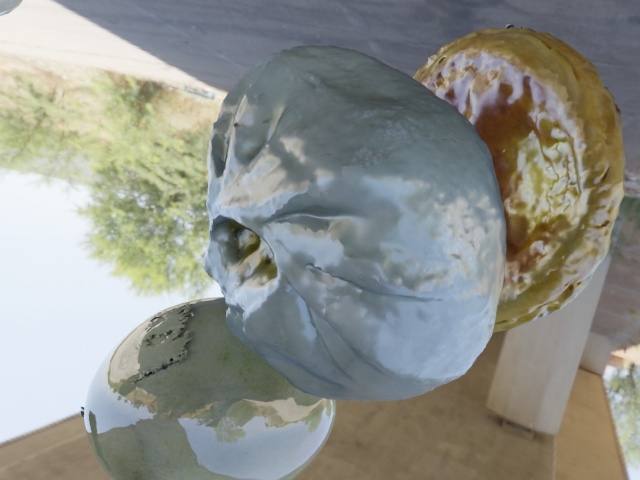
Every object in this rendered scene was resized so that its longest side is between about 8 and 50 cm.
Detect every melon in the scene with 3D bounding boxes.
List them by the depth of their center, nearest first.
[{"bbox_3d":[-0.146,0.204,0.782,0.330,0.268,0.268,-10,-178,5],"label":"melon"}]

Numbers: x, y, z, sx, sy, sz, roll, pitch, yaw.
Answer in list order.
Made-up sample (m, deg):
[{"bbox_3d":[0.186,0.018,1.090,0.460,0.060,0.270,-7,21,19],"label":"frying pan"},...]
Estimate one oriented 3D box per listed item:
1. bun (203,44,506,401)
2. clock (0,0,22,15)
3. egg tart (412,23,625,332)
[{"bbox_3d":[0.001,0.006,0.560,0.194,0.354,0.354,-21,-156,-31],"label":"bun"},{"bbox_3d":[-0.616,-0.472,0.969,0.326,0.342,0.184,-15,156,7],"label":"clock"},{"bbox_3d":[0.247,-0.083,0.883,0.178,0.443,0.443,3,-170,-34],"label":"egg tart"}]
